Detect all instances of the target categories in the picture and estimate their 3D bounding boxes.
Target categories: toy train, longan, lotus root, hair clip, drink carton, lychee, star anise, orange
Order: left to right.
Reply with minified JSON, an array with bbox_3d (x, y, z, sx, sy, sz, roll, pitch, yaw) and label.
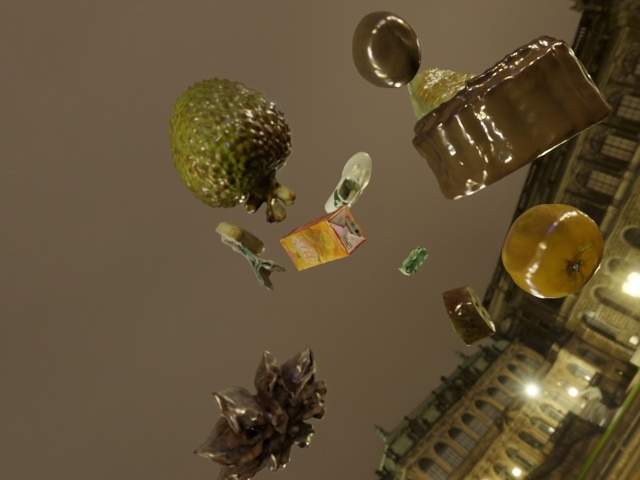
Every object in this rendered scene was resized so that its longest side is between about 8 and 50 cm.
[{"bbox_3d":[-0.193,-0.198,1.028,0.269,0.320,0.270,-21,-24,-10],"label":"lychee"},{"bbox_3d":[-0.168,0.016,1.033,0.071,0.218,0.159,-51,-37,-3],"label":"hair clip"},{"bbox_3d":[-0.103,0.370,0.961,0.331,0.117,0.332,-16,-63,-36],"label":"star anise"},{"bbox_3d":[0.000,0.000,1.087,0.071,0.223,0.096,-38,-80,-34],"label":"drink carton"},{"bbox_3d":[0.210,-0.622,1.522,0.215,0.246,0.246,-65,-33,-14],"label":"longan"},{"bbox_3d":[0.246,0.053,1.225,0.033,0.053,0.083,42,-103,-11],"label":"toy train"},{"bbox_3d":[0.557,0.287,1.756,0.119,0.235,0.138,-31,2,24],"label":"lotus root"},{"bbox_3d":[0.669,0.027,1.357,0.278,0.235,0.279,-8,-65,-16],"label":"orange"}]

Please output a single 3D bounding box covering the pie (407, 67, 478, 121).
[{"bbox_3d":[0.544,-0.516,1.796,0.180,0.417,0.395,95,-177,-47],"label":"pie"}]

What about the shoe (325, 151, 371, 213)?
[{"bbox_3d":[0.110,-0.193,1.500,0.265,0.095,0.110,-61,7,-22],"label":"shoe"}]

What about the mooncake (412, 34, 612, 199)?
[{"bbox_3d":[0.340,-0.225,0.875,0.324,0.187,0.324,-33,0,0],"label":"mooncake"}]
